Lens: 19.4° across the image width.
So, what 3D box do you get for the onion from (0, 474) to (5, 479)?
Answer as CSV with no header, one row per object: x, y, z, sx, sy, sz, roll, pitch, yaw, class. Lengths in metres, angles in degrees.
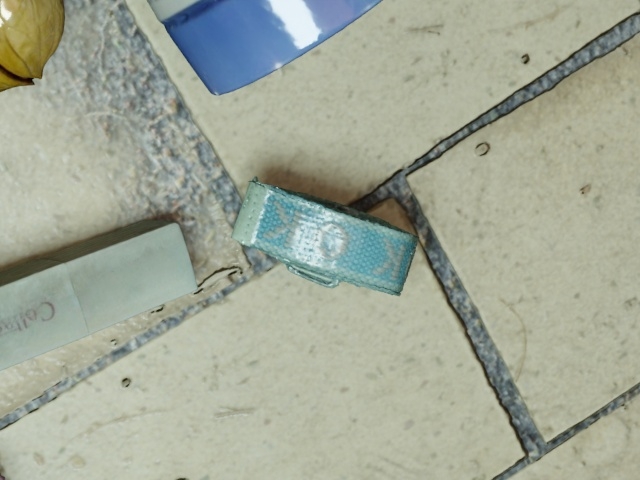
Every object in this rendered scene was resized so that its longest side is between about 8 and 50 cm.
-0.396,0.266,1.683,0.201,0.207,0.200,0,91,24,onion

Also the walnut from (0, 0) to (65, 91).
-0.310,-0.217,1.700,0.144,0.144,0.180,-33,106,-13,walnut

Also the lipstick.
-0.293,0.073,1.711,0.371,0.080,0.076,-22,102,-28,lipstick

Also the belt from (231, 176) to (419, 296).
0.008,0.003,1.813,0.163,0.147,0.082,20,90,11,belt

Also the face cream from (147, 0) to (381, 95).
-0.058,-0.290,1.712,0.249,0.249,0.225,-35,104,-12,face cream
